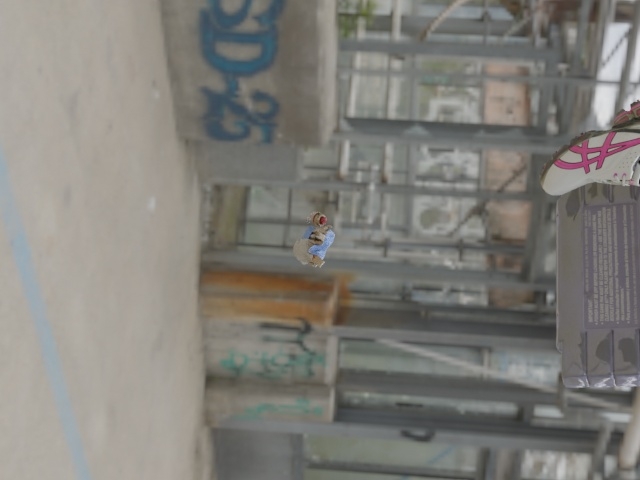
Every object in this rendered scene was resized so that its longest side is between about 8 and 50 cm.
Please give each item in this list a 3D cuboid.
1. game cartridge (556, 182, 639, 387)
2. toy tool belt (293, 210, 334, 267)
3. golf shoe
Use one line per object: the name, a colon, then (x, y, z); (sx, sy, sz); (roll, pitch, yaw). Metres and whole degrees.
game cartridge: (0.463, 0.044, 1.622); (0.068, 0.230, 0.354); (50, 40, -53)
toy tool belt: (0.000, 0.000, 1.648); (0.052, 0.051, 0.083); (43, 67, -47)
golf shoe: (0.350, -0.097, 1.334); (0.067, 0.186, 0.085); (9, 55, -51)
